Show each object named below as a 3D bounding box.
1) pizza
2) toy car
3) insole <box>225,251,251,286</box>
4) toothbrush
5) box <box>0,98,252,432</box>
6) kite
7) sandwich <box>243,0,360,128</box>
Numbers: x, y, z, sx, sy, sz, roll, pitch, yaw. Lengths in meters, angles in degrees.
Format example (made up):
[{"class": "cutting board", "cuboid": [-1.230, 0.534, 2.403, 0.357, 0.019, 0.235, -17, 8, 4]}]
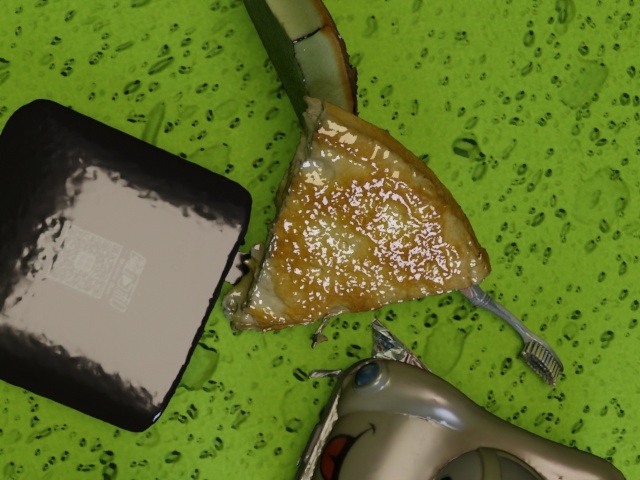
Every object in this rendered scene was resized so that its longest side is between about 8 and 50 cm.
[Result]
[{"class": "pizza", "cuboid": [0.000, 0.000, 1.128, 0.287, 0.075, 0.280, -32, 115, 17]}, {"class": "toy car", "cuboid": [0.151, 0.289, 1.096, 0.335, 0.226, 0.242, 26, 82, -10]}, {"class": "insole", "cuboid": [-0.099, 0.031, 1.185, 0.135, 0.002, 0.045, 21, 82, -8]}, {"class": "toothbrush", "cuboid": [0.150, 0.033, 1.191, 0.375, 0.028, 0.037, 45, 47, -12]}, {"class": "box", "cuboid": [-0.247, 0.027, 1.122, 0.288, 0.073, 0.290, 23, 82, -6]}, {"class": "kite", "cuboid": [0.062, 0.158, 1.202, 0.156, 0.011, 0.139, 5, 83, -11]}, {"class": "sandwich", "cuboid": [-0.024, -0.209, 1.162, 0.063, 0.245, 0.212, -24, 55, -7]}]
